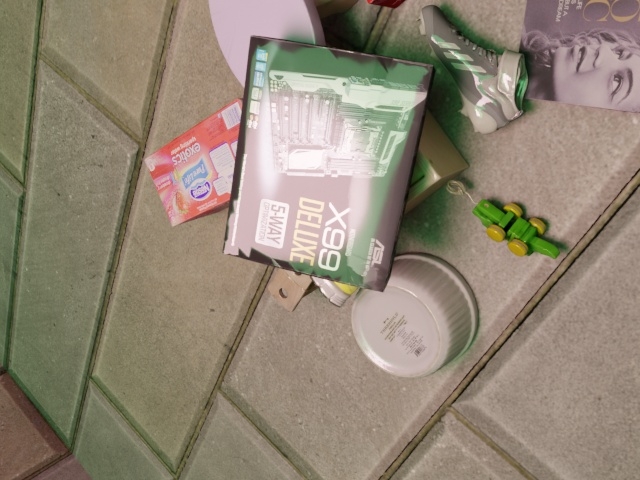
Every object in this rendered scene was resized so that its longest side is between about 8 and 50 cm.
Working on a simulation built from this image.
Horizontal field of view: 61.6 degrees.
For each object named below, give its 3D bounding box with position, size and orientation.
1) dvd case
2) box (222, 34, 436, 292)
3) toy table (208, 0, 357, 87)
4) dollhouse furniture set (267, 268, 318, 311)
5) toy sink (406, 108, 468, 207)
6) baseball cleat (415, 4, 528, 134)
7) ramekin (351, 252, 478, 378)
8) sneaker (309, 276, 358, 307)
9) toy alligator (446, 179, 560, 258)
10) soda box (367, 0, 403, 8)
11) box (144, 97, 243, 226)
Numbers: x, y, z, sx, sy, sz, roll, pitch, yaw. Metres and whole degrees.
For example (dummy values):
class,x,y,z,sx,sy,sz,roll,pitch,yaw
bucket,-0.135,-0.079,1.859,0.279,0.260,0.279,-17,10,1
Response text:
class,x,y,z,sx,sy,sz,roll,pitch,yaw
dvd case,0.337,-0.246,0.648,0.221,0.018,0.164,30,124,51
box,0.006,-0.104,0.747,0.243,0.076,0.307,14,106,11
toy table,-0.048,-0.337,0.862,0.252,0.161,0.274,-17,95,39
dollhouse furniture set,-0.056,0.011,1.005,0.184,0.129,0.129,43,126,15
toy sink,0.084,-0.103,0.862,0.234,0.131,0.152,-38,81,38
baseball cleat,0.220,-0.255,0.750,0.109,0.072,0.205,-28,90,39
ramekin,0.149,0.132,0.910,0.207,0.109,0.207,12,112,33
sneaker,0.000,0.000,0.864,0.094,0.081,0.208,-38,86,4
toy alligator,0.268,-0.026,0.808,0.190,0.056,0.051,37,165,19
soda box,0.160,-0.437,0.724,0.263,0.083,0.092,-30,86,39
box,-0.177,-0.148,1.031,0.300,0.142,0.154,-20,93,39
